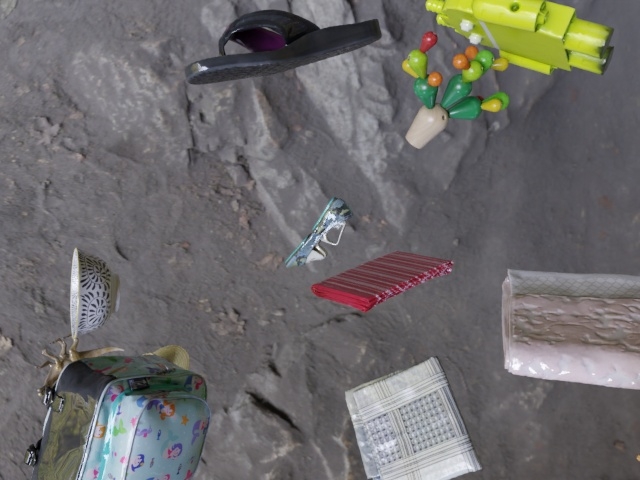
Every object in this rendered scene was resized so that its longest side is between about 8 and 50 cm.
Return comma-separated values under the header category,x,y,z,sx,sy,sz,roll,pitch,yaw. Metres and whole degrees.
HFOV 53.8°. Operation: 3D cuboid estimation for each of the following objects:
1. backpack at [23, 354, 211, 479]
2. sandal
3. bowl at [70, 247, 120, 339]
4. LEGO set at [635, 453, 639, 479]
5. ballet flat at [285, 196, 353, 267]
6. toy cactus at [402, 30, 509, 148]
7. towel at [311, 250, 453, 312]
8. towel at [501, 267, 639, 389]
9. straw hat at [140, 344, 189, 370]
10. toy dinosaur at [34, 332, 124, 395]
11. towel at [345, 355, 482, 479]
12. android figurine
category,x,y,z,sx,sy,sz,roll,pitch,yaw
backpack,-0.283,0.293,0.979,0.253,0.191,0.225,12,93,-67
sandal,-0.078,-0.387,1.218,0.445,0.167,0.107,-25,103,-34
bowl,-0.424,0.100,1.192,0.080,0.170,0.170,3,92,-25
LEGO set,0.421,0.255,0.532,0.331,0.254,0.192,-45,143,-60
ballet flat,0.000,0.000,1.265,0.070,0.070,0.188,16,123,-37
toy cactus,0.192,-0.227,0.980,0.219,0.112,0.180,5,133,-45
towel,0.138,0.085,1.420,0.274,0.199,0.031,-20,109,-34
towel,0.462,0.133,1.009,0.317,0.331,0.053,-59,150,-63
straw hat,-0.321,0.245,1.178,0.144,0.144,0.061,-57,138,-19
toy dinosaur,-0.482,0.230,1.223,0.183,0.053,0.093,-34,102,-44
towel,0.230,0.507,1.699,0.056,0.324,0.312,11,54,-55
android figurine,0.288,-0.312,0.932,0.248,0.272,0.056,1,111,-66
